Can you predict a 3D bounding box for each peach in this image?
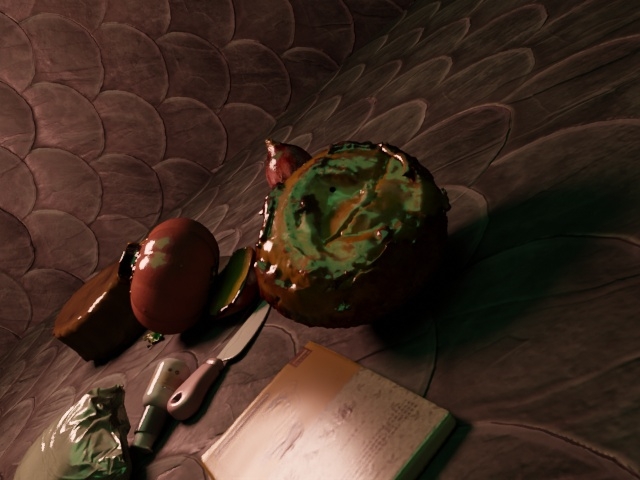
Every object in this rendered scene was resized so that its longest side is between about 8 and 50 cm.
[{"bbox_3d":[-0.198,0.107,1.483,0.189,0.068,0.279,-45,20,20],"label":"peach"}]

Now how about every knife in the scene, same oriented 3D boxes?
[{"bbox_3d":[-0.192,0.229,1.257,0.081,0.043,0.336,-7,36,47],"label":"knife"}]

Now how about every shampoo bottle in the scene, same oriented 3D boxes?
[{"bbox_3d":[-0.327,0.334,1.227,0.074,0.074,0.192,-24,36,38],"label":"shampoo bottle"}]

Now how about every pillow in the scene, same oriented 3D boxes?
[{"bbox_3d":[-0.481,0.449,1.172,0.310,0.138,0.283,-43,30,6],"label":"pillow"}]

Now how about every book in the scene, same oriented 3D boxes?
[{"bbox_3d":[-0.016,0.280,0.834,0.269,0.032,0.389,-46,21,-17],"label":"book"}]

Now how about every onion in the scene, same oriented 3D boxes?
[{"bbox_3d":[-0.104,-0.229,1.839,0.159,0.195,0.159,-28,30,18],"label":"onion"}]

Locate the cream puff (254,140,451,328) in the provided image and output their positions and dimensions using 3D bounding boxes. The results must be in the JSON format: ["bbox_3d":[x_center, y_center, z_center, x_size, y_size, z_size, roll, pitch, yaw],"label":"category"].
[{"bbox_3d":[0.052,-0.004,1.009,0.350,0.229,0.351,-12,57,19],"label":"cream puff"}]

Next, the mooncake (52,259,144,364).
[{"bbox_3d":[-0.670,0.225,1.915,0.324,0.187,0.324,-35,23,17],"label":"mooncake"}]

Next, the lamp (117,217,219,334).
[{"bbox_3d":[-0.384,0.085,1.541,0.305,0.239,0.306,-165,90,-86],"label":"lamp"}]

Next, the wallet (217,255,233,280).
[{"bbox_3d":[-0.360,0.113,1.797,0.245,0.052,0.169,-8,37,49],"label":"wallet"}]

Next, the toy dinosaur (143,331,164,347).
[{"bbox_3d":[-0.460,0.264,1.696,0.060,0.029,0.119,-26,13,-5],"label":"toy dinosaur"}]
